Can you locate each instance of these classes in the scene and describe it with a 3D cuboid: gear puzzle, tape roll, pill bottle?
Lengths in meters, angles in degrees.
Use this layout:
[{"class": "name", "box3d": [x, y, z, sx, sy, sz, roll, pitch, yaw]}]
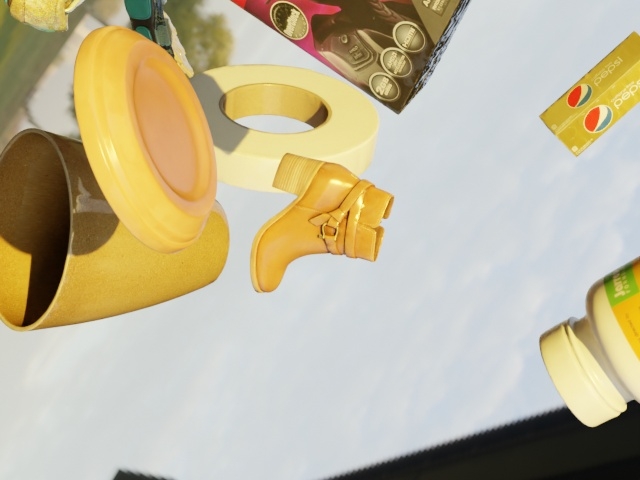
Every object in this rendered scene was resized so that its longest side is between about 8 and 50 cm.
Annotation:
[{"class": "gear puzzle", "box3d": [-0.330, -0.411, 2.653, 0.044, 0.175, 0.339, -32, -135, 7]}, {"class": "tape roll", "box3d": [-0.085, -0.214, 2.374, 0.392, 0.392, 0.072, -78, 175, -57]}, {"class": "pill bottle", "box3d": [0.330, 0.071, 1.181, 0.246, 0.136, 0.136, -33, -158, 21]}]

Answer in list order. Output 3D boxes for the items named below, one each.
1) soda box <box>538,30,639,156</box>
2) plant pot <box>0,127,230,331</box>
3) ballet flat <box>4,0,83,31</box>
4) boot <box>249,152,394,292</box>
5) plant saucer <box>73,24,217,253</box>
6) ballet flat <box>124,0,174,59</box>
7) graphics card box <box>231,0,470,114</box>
[{"class": "soda box", "box3d": [0.404, -0.207, 1.831, 0.181, 0.061, 0.058, -43, -142, 12]}, {"class": "plant pot", "box3d": [-0.246, -0.007, 1.574, 0.237, 0.254, 0.237, -5, -97, 52]}, {"class": "ballet flat", "box3d": [-0.338, -0.463, 1.896, 0.348, 0.123, 0.123, -62, -166, 1]}, {"class": "boot", "box3d": [0.000, 0.000, 1.613, 0.073, 0.152, 0.197, -40, 148, -64]}, {"class": "plant saucer", "box3d": [-0.139, -0.089, 1.089, 0.037, 0.200, 0.200, -16, -150, 19]}, {"class": "ballet flat", "box3d": [-0.265, -0.350, 2.014, 0.070, 0.070, 0.188, -79, 167, -58]}, {"class": "graphics card box", "box3d": [0.002, -0.343, 1.557, 0.094, 0.371, 0.233, -52, 174, -38]}]
